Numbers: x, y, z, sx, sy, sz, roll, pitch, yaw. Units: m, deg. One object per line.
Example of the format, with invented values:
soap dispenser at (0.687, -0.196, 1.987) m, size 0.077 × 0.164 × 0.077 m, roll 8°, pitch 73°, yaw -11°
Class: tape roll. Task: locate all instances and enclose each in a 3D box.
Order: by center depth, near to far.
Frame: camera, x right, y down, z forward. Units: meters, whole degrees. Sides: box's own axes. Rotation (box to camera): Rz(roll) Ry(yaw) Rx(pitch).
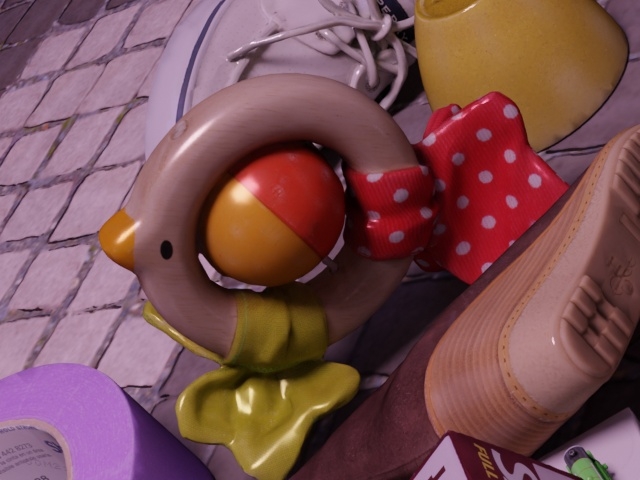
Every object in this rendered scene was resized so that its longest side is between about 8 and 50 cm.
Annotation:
tape roll at (-0.189, 0.206, 0.826) m, size 0.275 × 0.090 × 0.275 m, roll -27°, pitch 35°, yaw 21°

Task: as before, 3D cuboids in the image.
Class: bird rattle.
bird rattle at (0.000, 0.000, 0.775) m, size 0.253 × 0.207 × 0.143 m, roll -40°, pitch 36°, yaw 11°

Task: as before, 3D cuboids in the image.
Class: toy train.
toy train at (0.115, 0.108, 0.550) m, size 0.017 × 0.024 × 0.083 m, roll -38°, pitch 33°, yaw 5°

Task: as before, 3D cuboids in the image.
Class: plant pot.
plant pot at (0.112, -0.129, 0.904) m, size 0.134 × 0.095 × 0.134 m, roll -28°, pitch 34°, yaw 21°

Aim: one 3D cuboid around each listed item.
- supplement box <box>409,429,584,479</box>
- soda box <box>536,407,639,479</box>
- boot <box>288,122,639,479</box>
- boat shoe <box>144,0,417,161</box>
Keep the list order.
supplement box at (0.026, 0.205, 0.532) m, size 0.239 × 0.073 × 0.130 m, roll -56°, pitch 27°, yaw 21°
soda box at (0.133, 0.169, 0.546) m, size 0.074 × 0.069 × 0.216 m, roll -32°, pitch 32°, yaw 14°
boot at (0.095, 0.042, 0.718) m, size 0.207 × 0.090 × 0.248 m, roll -37°, pitch 1°, yaw 43°
boat shoe at (0.020, -0.149, 1.013) m, size 0.156 × 0.136 × 0.367 m, roll -6°, pitch 36°, yaw 39°
